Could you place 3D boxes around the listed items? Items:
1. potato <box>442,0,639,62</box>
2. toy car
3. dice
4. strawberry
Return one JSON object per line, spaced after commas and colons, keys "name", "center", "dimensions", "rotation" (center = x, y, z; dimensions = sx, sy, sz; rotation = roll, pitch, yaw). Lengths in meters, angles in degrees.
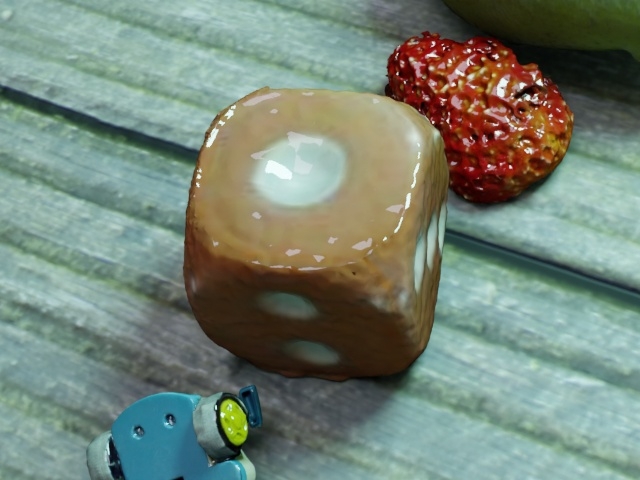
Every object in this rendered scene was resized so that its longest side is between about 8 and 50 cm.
{"name": "potato", "center": [0.218, -0.256, 1.370], "dimensions": [0.218, 0.202, 0.351], "rotation": [-41, 56, -16]}
{"name": "toy car", "center": [-0.084, 0.187, 1.228], "dimensions": [0.126, 0.098, 0.161], "rotation": [-24, 80, 29]}
{"name": "dice", "center": [0.000, 0.000, 1.270], "dimensions": [0.174, 0.179, 0.174], "rotation": [5, 57, 11]}
{"name": "strawberry", "center": [0.120, -0.113, 1.376], "dimensions": [0.121, 0.082, 0.188], "rotation": [-43, 61, -13]}
